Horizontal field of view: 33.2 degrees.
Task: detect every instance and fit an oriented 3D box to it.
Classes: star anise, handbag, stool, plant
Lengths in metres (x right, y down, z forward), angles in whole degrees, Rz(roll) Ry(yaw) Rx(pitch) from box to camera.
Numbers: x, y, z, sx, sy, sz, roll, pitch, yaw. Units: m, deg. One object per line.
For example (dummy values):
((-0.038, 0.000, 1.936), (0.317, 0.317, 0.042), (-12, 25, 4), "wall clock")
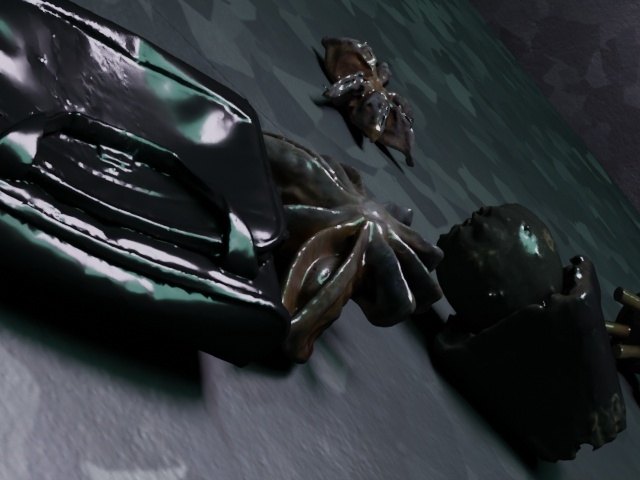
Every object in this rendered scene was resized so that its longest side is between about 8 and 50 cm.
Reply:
((0.071, -0.180, 1.369), (0.172, 0.063, 0.208), (43, 22, -21), "star anise")
((-0.140, -0.053, 0.684), (0.275, 0.088, 0.244), (28, 32, -35), "handbag")
((0.474, 0.158, 1.538), (0.121, 0.125, 0.217), (16, 54, -27), "stool")
((0.203, 0.088, 1.053), (0.256, 0.164, 0.142), (61, 21, -1), "plant")
((-0.001, -0.003, 0.878), (0.199, 0.110, 0.257), (10, 34, -36), "star anise")
